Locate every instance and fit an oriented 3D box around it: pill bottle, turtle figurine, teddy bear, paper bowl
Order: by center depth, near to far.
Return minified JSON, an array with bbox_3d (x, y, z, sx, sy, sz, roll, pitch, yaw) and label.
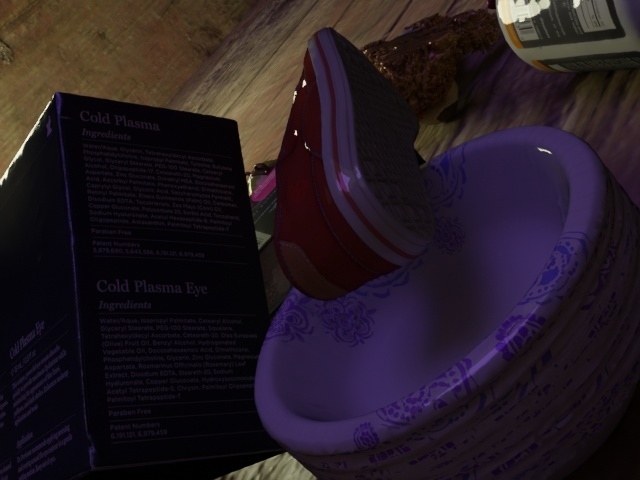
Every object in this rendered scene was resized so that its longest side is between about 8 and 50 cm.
[{"bbox_3d":[0.103,0.067,0.596,0.284,0.148,0.284,-37,21,17],"label":"paper bowl"},{"bbox_3d":[0.302,-0.243,0.805,0.162,0.162,0.278,-47,21,-9],"label":"pill bottle"},{"bbox_3d":[0.134,-0.235,1.203,0.245,0.113,0.338,-30,17,-6],"label":"teddy bear"},{"bbox_3d":[-0.070,-0.077,1.279,0.269,0.087,0.217,-23,29,44],"label":"turtle figurine"}]

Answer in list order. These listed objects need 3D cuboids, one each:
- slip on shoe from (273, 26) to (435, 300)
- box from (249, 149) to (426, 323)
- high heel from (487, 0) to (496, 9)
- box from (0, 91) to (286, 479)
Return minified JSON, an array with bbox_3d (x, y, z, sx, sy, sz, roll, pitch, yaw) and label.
[{"bbox_3d":[0.014,-0.074,0.667,0.101,0.123,0.331,-39,26,23],"label":"slip on shoe"},{"bbox_3d":[0.000,0.000,0.926,0.247,0.142,0.163,-50,23,-12],"label":"box"},{"bbox_3d":[0.254,-0.381,1.241,0.117,0.082,0.244,-18,33,-5],"label":"high heel"},{"bbox_3d":[-0.209,0.086,0.817,0.343,0.179,0.312,-34,61,48],"label":"box"}]
